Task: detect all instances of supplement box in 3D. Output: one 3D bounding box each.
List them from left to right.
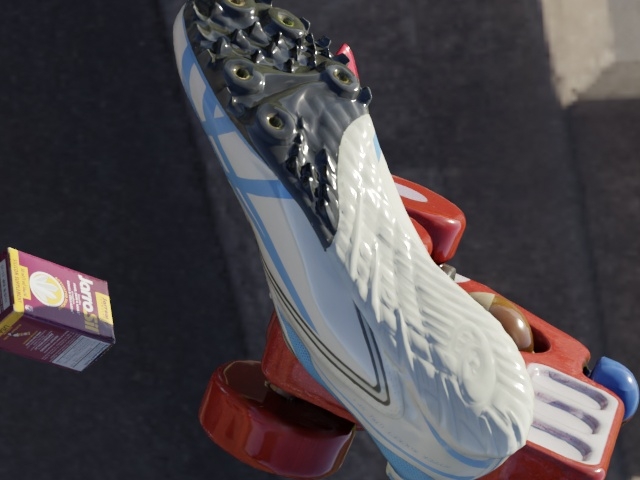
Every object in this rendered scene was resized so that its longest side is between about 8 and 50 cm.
[{"bbox_3d":[-0.185,0.048,1.030,0.083,0.043,0.055,22,40,-40],"label":"supplement box"}]

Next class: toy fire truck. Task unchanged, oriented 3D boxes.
[{"bbox_3d":[0.082,0.080,1.014,0.169,0.254,0.302,-67,168,14],"label":"toy fire truck"}]

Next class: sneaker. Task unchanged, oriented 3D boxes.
[{"bbox_3d":[0.000,0.000,0.646,0.085,0.086,0.237,-24,81,-46],"label":"sneaker"}]

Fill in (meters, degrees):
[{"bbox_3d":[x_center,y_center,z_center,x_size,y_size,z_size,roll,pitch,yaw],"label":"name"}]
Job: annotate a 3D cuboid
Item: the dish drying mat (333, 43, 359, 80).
[{"bbox_3d":[-0.001,-0.080,0.902,0.083,0.008,0.032,-54,146,-36],"label":"dish drying mat"}]
